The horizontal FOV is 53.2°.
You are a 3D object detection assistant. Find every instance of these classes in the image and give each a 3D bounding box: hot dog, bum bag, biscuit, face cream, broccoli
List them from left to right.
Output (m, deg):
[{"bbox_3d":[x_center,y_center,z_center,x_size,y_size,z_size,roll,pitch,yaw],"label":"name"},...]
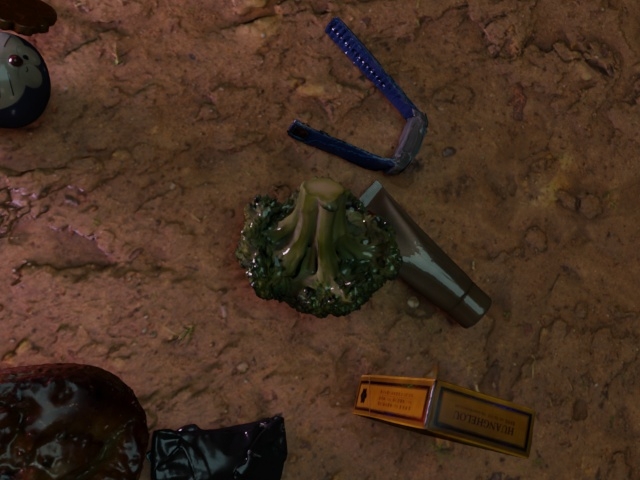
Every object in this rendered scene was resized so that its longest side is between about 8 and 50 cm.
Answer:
[{"bbox_3d":[-0.522,-0.390,1.098,0.124,0.175,0.026,11,121,-22],"label":"biscuit"},{"bbox_3d":[-0.456,0.326,0.964,0.387,0.174,0.267,-4,79,-19],"label":"hot dog"},{"bbox_3d":[-0.171,0.376,1.113,0.248,0.060,0.123,-2,75,-21],"label":"bum bag"},{"bbox_3d":[-0.008,0.004,1.161,0.287,0.235,0.260,-18,111,-25],"label":"broccoli"},{"bbox_3d":[0.196,0.038,1.301,0.341,0.084,0.137,42,79,0],"label":"face cream"}]

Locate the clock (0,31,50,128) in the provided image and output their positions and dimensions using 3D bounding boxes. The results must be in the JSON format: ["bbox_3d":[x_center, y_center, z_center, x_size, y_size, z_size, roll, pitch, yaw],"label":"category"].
[{"bbox_3d":[-0.574,-0.267,1.051,0.243,0.146,0.200,-2,85,-15],"label":"clock"}]

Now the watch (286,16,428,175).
[{"bbox_3d":[0.098,-0.289,1.337,0.274,0.068,0.277,22,74,-9],"label":"watch"}]

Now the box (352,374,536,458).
[{"bbox_3d":[0.203,0.302,1.127,0.192,0.301,0.084,20,74,-15],"label":"box"}]

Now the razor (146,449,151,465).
[{"bbox_3d":[-0.243,0.441,1.092,0.066,0.033,0.190,-30,90,-22],"label":"razor"}]
